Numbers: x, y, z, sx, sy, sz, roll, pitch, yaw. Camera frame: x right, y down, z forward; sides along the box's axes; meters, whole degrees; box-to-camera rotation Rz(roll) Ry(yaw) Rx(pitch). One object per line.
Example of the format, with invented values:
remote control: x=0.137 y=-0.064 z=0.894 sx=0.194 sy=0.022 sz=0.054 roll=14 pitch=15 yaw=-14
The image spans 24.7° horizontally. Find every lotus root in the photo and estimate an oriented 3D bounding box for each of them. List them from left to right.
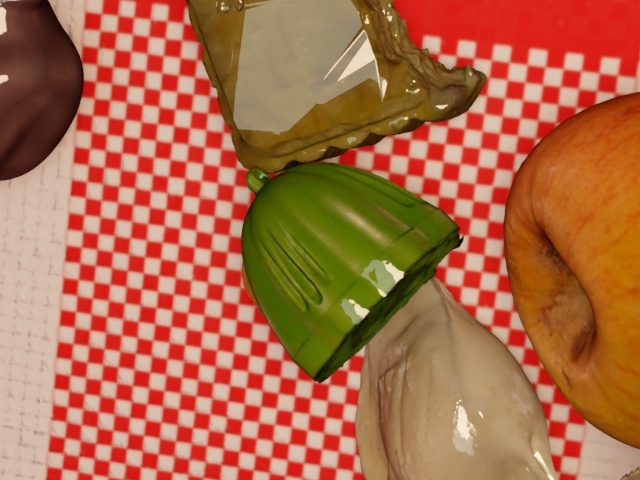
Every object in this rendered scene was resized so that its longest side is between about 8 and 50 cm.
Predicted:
lotus root: x=0.000 y=0.000 z=1.208 sx=0.186 sy=0.186 sz=0.186 roll=2 pitch=99 yaw=10

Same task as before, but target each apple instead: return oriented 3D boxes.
apple: x=0.302 y=0.015 z=1.136 sx=0.275 sy=0.299 sz=0.299 roll=-23 pitch=94 yaw=-13

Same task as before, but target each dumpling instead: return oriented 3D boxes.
dumpling: x=0.101 y=0.161 z=1.280 sx=0.179 sy=0.131 sz=0.252 roll=-38 pitch=73 yaw=35

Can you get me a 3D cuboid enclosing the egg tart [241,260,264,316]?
egg tart: x=-0.005 y=0.026 z=1.310 sx=0.130 sy=0.052 sz=0.130 roll=1 pitch=98 yaw=10

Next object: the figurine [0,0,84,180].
figurine: x=-0.328 y=-0.220 z=1.255 sx=0.218 sy=0.206 sz=0.365 roll=-13 pitch=96 yaw=13

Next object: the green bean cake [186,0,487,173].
green bean cake: x=0.005 y=-0.190 z=1.240 sx=0.233 sy=0.124 sz=0.236 roll=-19 pitch=94 yaw=13

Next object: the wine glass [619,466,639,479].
wine glass: x=0.208 y=0.334 z=1.159 sx=0.238 sy=0.238 sz=0.323 roll=44 pitch=131 yaw=2
